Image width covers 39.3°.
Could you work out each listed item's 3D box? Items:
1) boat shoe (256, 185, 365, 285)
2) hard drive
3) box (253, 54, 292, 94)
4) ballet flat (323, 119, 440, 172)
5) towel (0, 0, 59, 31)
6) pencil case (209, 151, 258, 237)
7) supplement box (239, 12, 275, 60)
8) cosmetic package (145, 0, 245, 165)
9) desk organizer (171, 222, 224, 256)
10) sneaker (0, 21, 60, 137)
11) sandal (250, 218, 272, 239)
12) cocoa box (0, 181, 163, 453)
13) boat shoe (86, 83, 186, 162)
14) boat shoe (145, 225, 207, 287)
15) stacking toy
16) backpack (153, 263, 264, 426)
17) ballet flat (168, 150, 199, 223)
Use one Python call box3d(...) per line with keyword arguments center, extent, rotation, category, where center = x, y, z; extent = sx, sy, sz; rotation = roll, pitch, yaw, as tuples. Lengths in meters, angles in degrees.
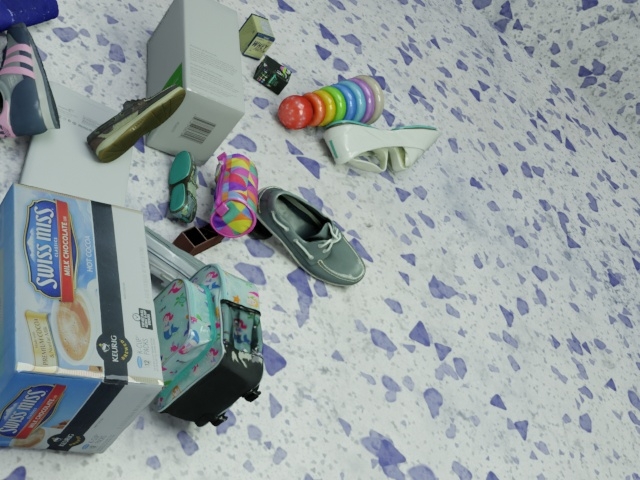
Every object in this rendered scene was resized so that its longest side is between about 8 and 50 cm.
box3d(center=(-0.012, -0.004, 1.982), extent=(0.319, 0.099, 0.116), rotation=(41, 71, -19), category="boat shoe")
box3d(center=(-0.478, -0.171, 1.790), extent=(0.203, 0.040, 0.307), rotation=(24, 42, -27), category="hard drive")
box3d(center=(-0.127, -0.438, 2.373), extent=(0.083, 0.052, 0.062), rotation=(32, 37, -16), category="box")
box3d(center=(0.175, -0.245, 2.440), extent=(0.400, 0.139, 0.139), rotation=(-2, 57, -40), category="ballet flat")
box3d(center=(-0.718, -0.522, 1.874), extent=(0.227, 0.076, 0.308), rotation=(52, 36, -2), category="towel")
box3d(center=(-0.184, -0.099, 1.905), extent=(0.104, 0.104, 0.236), rotation=(29, 23, -21), category="pencil case")
box3d(center=(-0.174, -0.545, 2.402), extent=(0.056, 0.083, 0.083), rotation=(10, 48, -38), category="supplement box")
box3d(center=(-0.288, -0.376, 2.040), extent=(0.155, 0.197, 0.365), rotation=(18, 43, -30), category="cosmetic package")
box3d(center=(-0.245, -0.007, 1.850), extent=(0.047, 0.050, 0.130), rotation=(51, 37, 7), category="desk organizer")
box3d(center=(-0.606, -0.319, 1.761), extent=(0.131, 0.112, 0.319), rotation=(-19, 47, -12), category="sneaker")
box3d(center=(-0.103, -0.050, 2.035), extent=(0.067, 0.040, 0.179), rotation=(53, 37, 10), category="sandal")
box3d(center=(-0.413, 0.124, 1.409), extent=(0.228, 0.231, 0.347), rotation=(14, 46, -34), category="cocoa box")
box3d(center=(-0.372, -0.250, 1.799), extent=(0.223, 0.080, 0.073), rotation=(-43, 78, -14), category="boat shoe")
box3d(center=(-0.280, 0.061, 1.736), extent=(0.226, 0.075, 0.083), rotation=(37, 10, -1), category="boat shoe")
box3d(center=(0.019, -0.351, 2.383), extent=(0.330, 0.141, 0.141), rotation=(-21, 71, -44), category="stacking toy")
box3d(center=(-0.211, 0.169, 1.575), extent=(0.191, 0.225, 0.253), rotation=(31, 34, -26), category="backpack")
box3d(center=(-0.287, -0.109, 1.910), extent=(0.070, 0.070, 0.188), rotation=(25, 43, -26), category="ballet flat")
